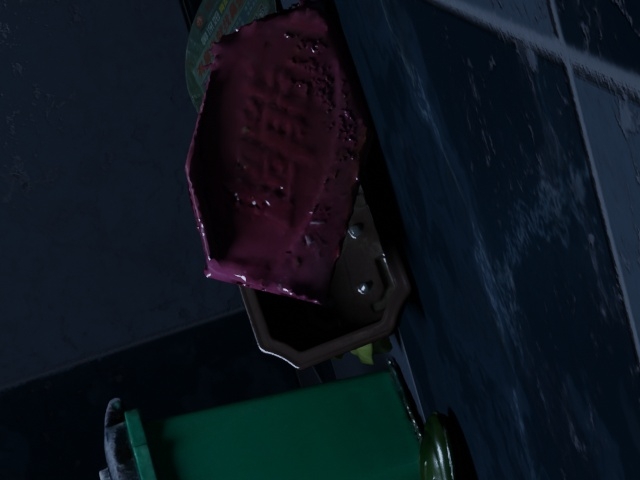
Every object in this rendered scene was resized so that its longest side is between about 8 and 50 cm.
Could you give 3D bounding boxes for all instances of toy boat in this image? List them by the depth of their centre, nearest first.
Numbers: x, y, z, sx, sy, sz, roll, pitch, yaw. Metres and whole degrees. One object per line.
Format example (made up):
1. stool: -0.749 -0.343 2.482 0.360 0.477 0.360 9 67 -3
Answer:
1. toy boat: 0.136 0.271 1.872 0.104 0.052 0.210 -114 9 -66

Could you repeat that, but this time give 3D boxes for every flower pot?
1. flower pot: 0.000 0.000 1.882 0.084 0.179 0.251 13 -123 -68

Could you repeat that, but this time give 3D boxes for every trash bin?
1. trash bin: -0.058 0.307 2.189 0.259 0.381 0.295 79 172 -45

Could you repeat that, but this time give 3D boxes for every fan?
1. fan: -0.085 -0.232 2.215 0.294 0.012 0.223 32 115 50

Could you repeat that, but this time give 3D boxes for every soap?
1. soap: -0.041 -0.095 1.783 0.112 0.182 0.289 151 134 -86

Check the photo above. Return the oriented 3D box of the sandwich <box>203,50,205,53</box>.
1. sandwich: -0.064 -0.149 2.297 0.094 0.096 0.258 71 178 -68

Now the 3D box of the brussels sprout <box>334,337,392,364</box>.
1. brussels sprout: 0.029 0.061 2.078 0.181 0.100 0.139 62 -157 -47
